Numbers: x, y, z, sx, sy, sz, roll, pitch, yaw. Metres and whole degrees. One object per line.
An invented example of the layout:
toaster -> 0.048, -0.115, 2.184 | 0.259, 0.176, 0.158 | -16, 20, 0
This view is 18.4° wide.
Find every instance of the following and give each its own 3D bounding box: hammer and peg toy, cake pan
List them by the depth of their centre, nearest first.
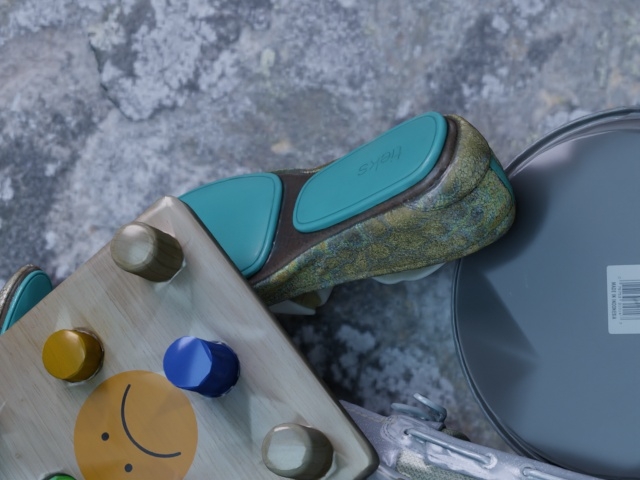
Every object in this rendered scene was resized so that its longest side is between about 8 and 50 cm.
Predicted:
hammer and peg toy -> -0.089, 0.174, 1.378 | 0.266, 0.127, 0.361 | -41, 71, 6
cake pan -> 0.226, 0.045, 1.427 | 0.293, 0.054, 0.293 | -1, 87, 22

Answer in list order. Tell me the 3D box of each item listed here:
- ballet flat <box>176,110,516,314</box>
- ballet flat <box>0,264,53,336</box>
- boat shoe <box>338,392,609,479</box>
ballet flat -> 0.000, 0.000, 1.485 | 0.348, 0.123, 0.123 | -18, 80, 39
ballet flat -> -0.264, 0.121, 1.620 | 0.067, 0.073, 0.206 | 3, 85, 37
boat shoe -> 0.120, 0.182, 1.419 | 0.320, 0.118, 0.103 | 19, 64, 42
